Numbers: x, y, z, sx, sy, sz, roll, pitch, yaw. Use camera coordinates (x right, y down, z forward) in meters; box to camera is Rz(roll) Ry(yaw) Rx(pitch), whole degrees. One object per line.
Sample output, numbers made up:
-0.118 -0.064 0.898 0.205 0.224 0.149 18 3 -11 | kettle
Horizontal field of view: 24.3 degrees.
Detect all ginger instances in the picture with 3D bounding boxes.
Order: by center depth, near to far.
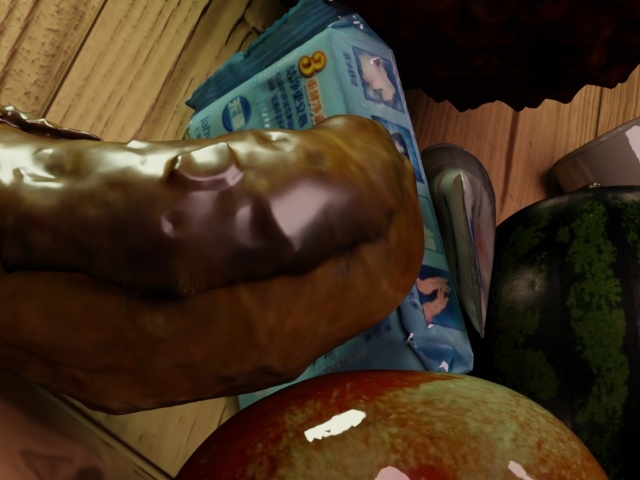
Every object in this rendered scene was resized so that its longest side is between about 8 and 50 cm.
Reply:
-0.099 0.005 0.800 0.321 0.165 0.172 6 74 -12 | ginger

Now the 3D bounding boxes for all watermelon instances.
0.224 0.080 1.090 0.269 0.269 0.269 28 47 -35 | watermelon

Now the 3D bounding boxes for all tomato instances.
0.035 0.199 0.800 0.270 0.270 0.222 61 -7 2 | tomato

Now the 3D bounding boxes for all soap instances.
0.000 0.000 0.958 0.077 0.156 0.293 14 56 -47 | soap

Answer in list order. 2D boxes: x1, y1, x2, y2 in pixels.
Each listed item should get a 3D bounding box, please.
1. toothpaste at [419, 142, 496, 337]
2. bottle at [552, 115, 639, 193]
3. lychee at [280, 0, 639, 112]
0.095 -0.019 1.033 0.323 0.066 0.100 -82 165 -80 | toothpaste
0.308 0.009 1.342 0.110 0.110 0.233 -20 82 -52 | bottle
0.130 -0.309 1.113 0.424 0.424 0.500 42 7 -21 | lychee
